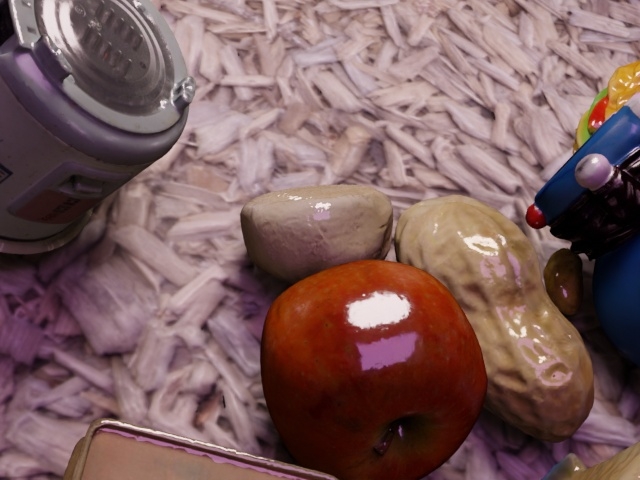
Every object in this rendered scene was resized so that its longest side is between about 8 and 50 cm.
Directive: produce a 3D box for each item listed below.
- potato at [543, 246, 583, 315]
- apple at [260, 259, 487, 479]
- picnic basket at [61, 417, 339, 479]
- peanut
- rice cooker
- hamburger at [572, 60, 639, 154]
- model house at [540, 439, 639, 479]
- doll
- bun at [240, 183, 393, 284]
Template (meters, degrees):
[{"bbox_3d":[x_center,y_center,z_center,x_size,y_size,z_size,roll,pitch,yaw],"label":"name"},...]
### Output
[{"bbox_3d":[0.289,0.048,1.363,0.046,0.045,0.092,-10,53,25],"label":"potato"},{"bbox_3d":[0.048,0.126,1.140,0.230,0.230,0.230,8,54,-11],"label":"apple"},{"bbox_3d":[-0.113,0.279,1.025,0.267,0.139,0.165,14,53,-6],"label":"picnic basket"},{"bbox_3d":[0.192,0.077,1.255,0.152,0.152,0.313,-13,62,-24],"label":"peanut"},{"bbox_3d":[-0.299,-0.137,1.179,0.317,0.316,0.264,-11,71,-23],"label":"rice cooker"},{"bbox_3d":[0.457,-0.141,1.481,0.237,0.149,0.237,7,53,-10],"label":"hamburger"},{"bbox_3d":[0.235,0.417,0.929,0.334,0.342,0.382,43,64,5],"label":"model house"},{"bbox_3d":[0.394,0.011,1.287,0.310,0.240,0.284,45,13,5],"label":"doll"},{"bbox_3d":[0.000,0.000,1.269,0.173,0.166,0.113,-5,100,-11],"label":"bun"}]
